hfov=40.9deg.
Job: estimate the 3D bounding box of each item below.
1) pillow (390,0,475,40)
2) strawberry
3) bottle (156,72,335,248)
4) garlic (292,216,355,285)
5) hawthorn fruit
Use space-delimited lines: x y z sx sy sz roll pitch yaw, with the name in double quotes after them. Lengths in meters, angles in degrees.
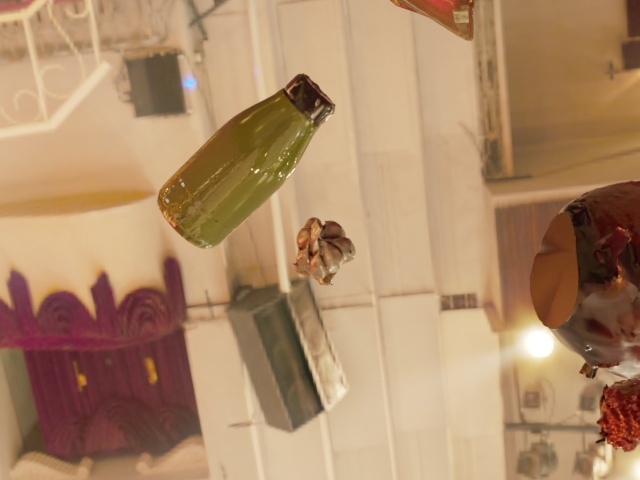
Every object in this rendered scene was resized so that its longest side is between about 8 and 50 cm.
0.190 -0.440 1.531 0.033 0.130 0.217 -41 -122 -19 "pillow"
0.589 0.291 1.529 0.208 0.087 0.167 -17 -153 28 "strawberry"
-0.094 -0.108 1.131 0.260 0.112 0.112 -43 -168 12 "bottle"
0.000 0.000 1.799 0.131 0.194 0.127 36 -109 26 "garlic"
0.460 0.051 1.257 0.315 0.316 0.316 -7 -164 2 "hawthorn fruit"
